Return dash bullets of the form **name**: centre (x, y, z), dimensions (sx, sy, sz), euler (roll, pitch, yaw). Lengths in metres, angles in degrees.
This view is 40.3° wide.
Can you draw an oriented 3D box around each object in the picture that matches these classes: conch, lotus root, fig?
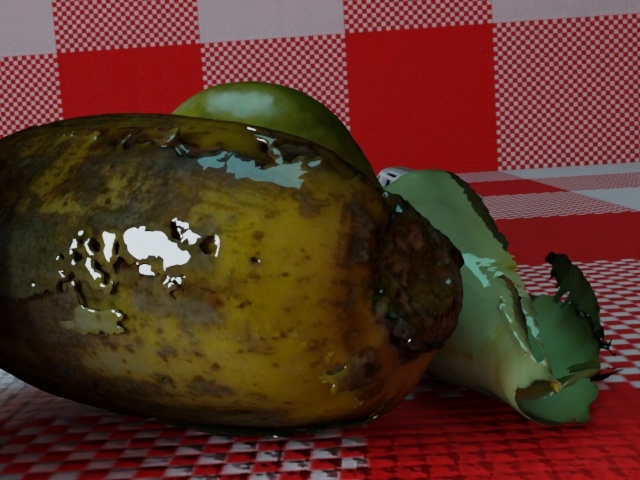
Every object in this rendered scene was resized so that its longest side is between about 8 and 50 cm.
- **conch**: centre (0.116, 0.039, 0.580), dimensions (0.137, 0.143, 0.250), euler (-48, 35, -10)
- **lotus root**: centre (-0.103, 0.014, 0.529), dimensions (0.397, 0.179, 0.196), euler (0, -35, 38)
- **fig**: centre (-0.018, -0.042, 0.879), dimensions (0.314, 0.233, 0.233), euler (-4, 5, -42)

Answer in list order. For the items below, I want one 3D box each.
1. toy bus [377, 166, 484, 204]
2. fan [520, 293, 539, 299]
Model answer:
- **toy bus**: centre (0.150, -0.051, 1.264), dimensions (0.087, 0.089, 0.194), euler (-9, 24, -36)
- **fan**: centre (0.154, 0.061, 0.819), dimensions (0.133, 0.005, 0.085), euler (-4, 8, -9)
